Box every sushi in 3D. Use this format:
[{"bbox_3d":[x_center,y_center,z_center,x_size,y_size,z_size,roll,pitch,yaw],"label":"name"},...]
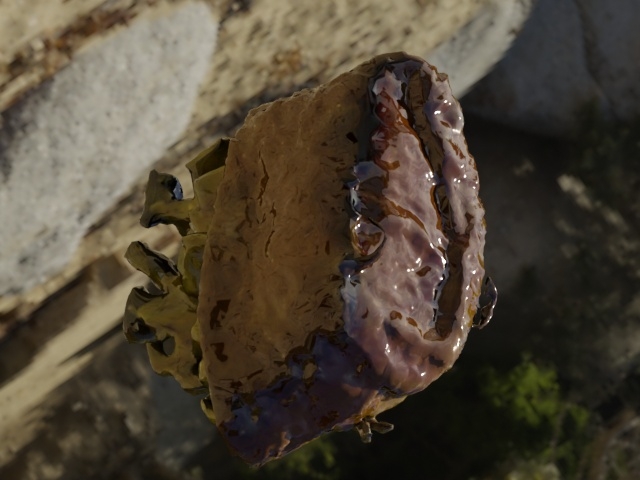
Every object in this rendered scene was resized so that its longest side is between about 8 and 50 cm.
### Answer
[{"bbox_3d":[-0.002,0.002,0.866,0.167,0.296,0.179,24,152,-36],"label":"sushi"}]
